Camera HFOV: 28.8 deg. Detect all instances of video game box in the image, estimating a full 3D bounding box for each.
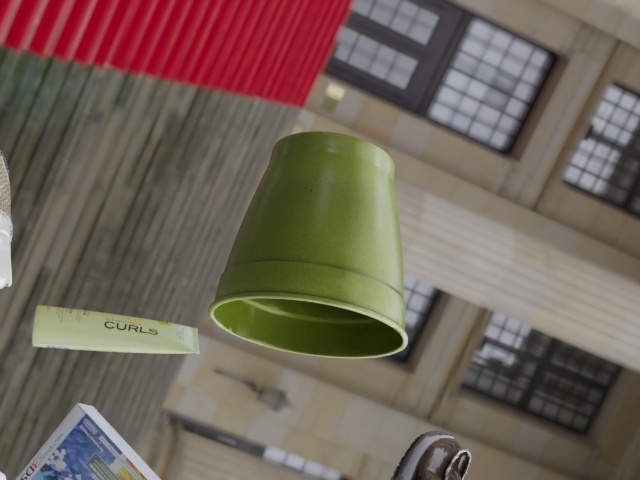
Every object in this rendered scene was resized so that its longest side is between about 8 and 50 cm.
[{"bbox_3d":[-0.327,0.362,1.733,0.187,0.205,0.048,-52,153,5],"label":"video game box"}]

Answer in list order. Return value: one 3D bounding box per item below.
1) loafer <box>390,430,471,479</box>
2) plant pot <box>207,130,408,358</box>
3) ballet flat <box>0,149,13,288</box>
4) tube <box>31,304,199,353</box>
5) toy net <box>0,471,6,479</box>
[{"bbox_3d":[0.141,0.379,1.687,0.366,0.130,0.133,-34,145,-62],"label":"loafer"},{"bbox_3d":[0.000,0.000,2.317,0.366,0.367,0.352,143,-41,-63],"label":"plant pot"},{"bbox_3d":[-0.598,0.086,1.977,0.482,0.182,0.164,-57,151,1],"label":"ballet flat"},{"bbox_3d":[-0.298,0.134,1.819,0.062,0.240,0.070,111,-16,-58],"label":"tube"},{"bbox_3d":[-0.442,0.383,1.579,0.045,0.122,0.232,148,-72,-68],"label":"toy net"}]
